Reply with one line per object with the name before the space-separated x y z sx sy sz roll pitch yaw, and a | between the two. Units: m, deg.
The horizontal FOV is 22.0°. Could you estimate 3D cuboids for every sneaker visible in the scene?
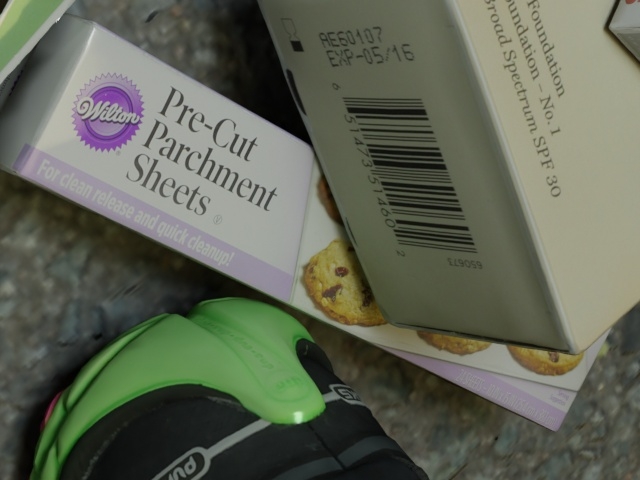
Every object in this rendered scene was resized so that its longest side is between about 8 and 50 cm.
sneaker | -0.008 0.266 0.707 0.185 0.202 0.482 -24 119 -26

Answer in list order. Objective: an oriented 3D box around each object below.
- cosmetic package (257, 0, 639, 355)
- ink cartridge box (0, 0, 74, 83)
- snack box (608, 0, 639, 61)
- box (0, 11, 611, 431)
cosmetic package | 0.137 -0.103 0.690 0.309 0.113 0.160 -37 117 -31
ink cartridge box | -0.183 -0.139 0.530 0.171 0.056 0.235 -50 131 -9
snack box | 0.166 -0.135 0.623 0.064 0.022 0.178 38 70 -34
box | 0.000 0.000 0.704 0.324 0.063 0.067 29 87 -39
